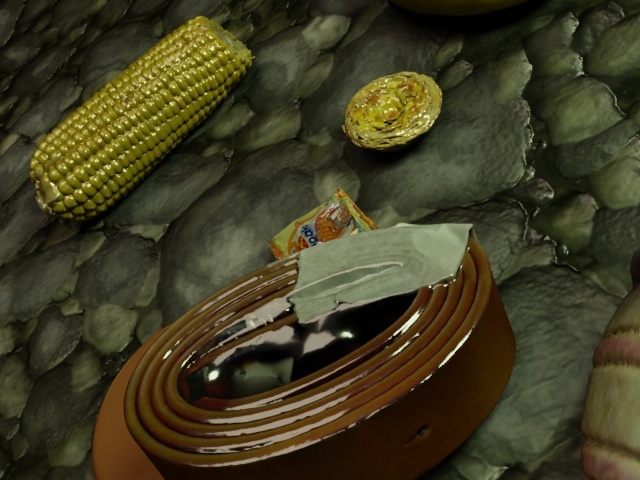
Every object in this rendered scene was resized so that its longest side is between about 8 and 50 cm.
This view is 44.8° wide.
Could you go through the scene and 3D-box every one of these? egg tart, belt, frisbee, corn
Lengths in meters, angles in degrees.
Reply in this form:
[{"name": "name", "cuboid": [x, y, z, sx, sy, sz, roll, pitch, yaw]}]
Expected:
[{"name": "egg tart", "cuboid": [0.091, -0.149, 0.933, 0.128, 0.049, 0.129, -15, 46, 17]}, {"name": "belt", "cuboid": [0.009, 0.111, 0.675, 0.338, 0.122, 0.217, -26, 39, -5]}, {"name": "frisbee", "cuboid": [-0.153, 0.184, 0.850, 0.250, 0.021, 0.251, -20, 47, 22]}, {"name": "corn", "cuboid": [-0.268, -0.181, 1.141, 0.387, 0.144, 0.144, -46, 43, -3]}]

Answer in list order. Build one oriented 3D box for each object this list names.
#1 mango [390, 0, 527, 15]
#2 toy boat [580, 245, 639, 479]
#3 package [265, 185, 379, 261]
[{"name": "mango", "cuboid": [0.169, -0.376, 0.998, 0.195, 0.142, 0.332, -46, 43, 2]}, {"name": "toy boat", "cuboid": [0.245, 0.084, 0.523, 0.294, 0.111, 0.276, -60, 3, 14]}, {"name": "package", "cuboid": [0.002, -0.001, 0.885, 0.120, 0.031, 0.108, -36, 43, 5]}]
